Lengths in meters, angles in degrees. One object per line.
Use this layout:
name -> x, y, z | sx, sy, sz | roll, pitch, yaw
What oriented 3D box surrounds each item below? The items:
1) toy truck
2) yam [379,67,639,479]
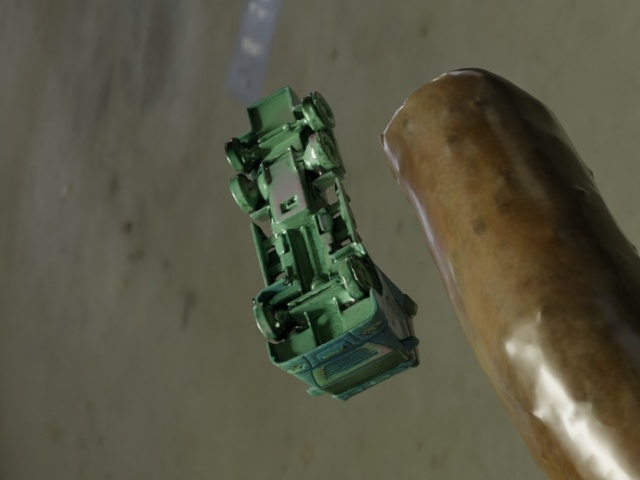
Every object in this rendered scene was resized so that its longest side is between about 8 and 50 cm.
toy truck -> 0.000, 0.000, 0.903 | 0.067, 0.081, 0.175 | -28, 51, 16
yam -> 0.081, 0.054, 0.377 | 0.241, 0.056, 0.057 | 61, 140, 32
